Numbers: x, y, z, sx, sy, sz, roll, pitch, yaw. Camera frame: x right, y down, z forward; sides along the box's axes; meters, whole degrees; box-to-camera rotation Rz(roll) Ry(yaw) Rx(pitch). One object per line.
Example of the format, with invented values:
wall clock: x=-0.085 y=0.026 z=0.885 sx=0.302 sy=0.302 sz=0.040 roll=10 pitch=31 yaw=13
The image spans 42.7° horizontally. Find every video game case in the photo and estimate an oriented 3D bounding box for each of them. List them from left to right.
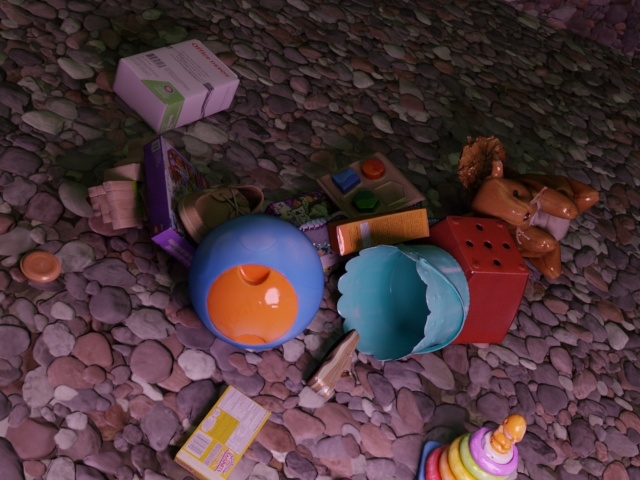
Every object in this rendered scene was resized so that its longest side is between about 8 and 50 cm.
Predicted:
video game case: x=0.003 y=-0.025 z=2.105 sx=0.210 sy=0.042 sz=0.232 roll=-17 pitch=59 yaw=-38

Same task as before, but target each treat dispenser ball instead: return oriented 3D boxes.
treat dispenser ball: x=-0.135 y=0.087 z=1.737 sx=0.288 sy=0.288 sz=0.288 roll=15 pitch=44 yaw=-15

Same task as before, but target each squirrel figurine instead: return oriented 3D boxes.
squirrel figurine: x=0.510 y=-0.111 z=2.266 sx=0.370 sy=0.281 sz=0.397 roll=8 pitch=28 yaw=-45

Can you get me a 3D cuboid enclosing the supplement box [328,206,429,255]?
supplement box: x=0.142 y=-0.025 z=1.976 sx=0.233 sy=0.080 sz=0.078 roll=-14 pitch=10 yaw=-15

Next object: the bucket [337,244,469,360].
bucket: x=0.196 y=0.136 z=1.892 sx=0.183 sy=0.281 sz=0.281 roll=-7 pitch=53 yaw=-44

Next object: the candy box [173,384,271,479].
candy box: x=-0.190 y=0.384 z=1.613 sx=0.105 sy=0.027 sz=0.206 roll=36 pitch=42 yaw=3

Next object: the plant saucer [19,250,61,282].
plant saucer: x=-0.589 y=0.053 z=1.725 sx=0.083 sy=0.013 sz=0.084 roll=15 pitch=44 yaw=-15

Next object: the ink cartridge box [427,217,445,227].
ink cartridge box: x=0.376 y=-0.016 z=2.300 sx=0.207 sy=0.046 sz=0.097 roll=-1 pitch=49 yaw=-29

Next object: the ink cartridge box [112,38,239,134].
ink cartridge box: x=-0.389 y=-0.423 z=2.221 sx=0.198 sy=0.115 sz=0.272 roll=45 pitch=44 yaw=15

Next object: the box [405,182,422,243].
box: x=0.190 y=-0.094 z=2.239 sx=0.158 sy=0.093 sz=0.156 roll=18 pitch=43 yaw=-11

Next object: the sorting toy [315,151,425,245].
sorting toy: x=0.154 y=-0.111 z=2.129 sx=0.229 sy=0.041 sz=0.307 roll=-22 pitch=52 yaw=-21

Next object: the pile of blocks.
pile of blocks: x=-0.450 y=-0.127 z=1.930 sx=0.112 sy=0.149 sz=0.362 roll=-10 pitch=27 yaw=20

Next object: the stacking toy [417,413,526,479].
stacking toy: x=0.330 y=0.436 z=1.645 sx=0.165 sy=0.302 sz=0.175 roll=25 pitch=41 yaw=-4

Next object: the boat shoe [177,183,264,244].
boat shoe: x=-0.223 y=-0.079 z=1.877 sx=0.122 sy=0.110 sz=0.341 roll=62 pitch=16 yaw=-5

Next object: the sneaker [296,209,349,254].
sneaker: x=0.000 y=0.000 z=1.994 sx=0.223 sy=0.083 sz=0.098 roll=-24 pitch=75 yaw=-34

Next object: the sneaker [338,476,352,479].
sneaker: x=0.063 y=0.531 z=1.567 sx=0.069 sy=0.084 sz=0.186 roll=14 pitch=44 yaw=-16

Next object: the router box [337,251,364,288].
router box: x=0.101 y=0.074 z=2.004 sx=0.092 sy=0.122 sz=0.038 roll=-16 pitch=52 yaw=-39

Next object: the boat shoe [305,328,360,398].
boat shoe: x=0.042 y=0.278 z=1.826 sx=0.072 sy=0.068 sz=0.190 roll=44 pitch=52 yaw=-2

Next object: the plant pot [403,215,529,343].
plant pot: x=0.363 y=0.082 z=2.057 sx=0.267 sy=0.236 sz=0.267 roll=3 pitch=48 yaw=-27

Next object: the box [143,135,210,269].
box: x=-0.318 y=-0.075 z=1.884 sx=0.201 sy=0.057 sz=0.293 roll=46 pitch=23 yaw=-47
